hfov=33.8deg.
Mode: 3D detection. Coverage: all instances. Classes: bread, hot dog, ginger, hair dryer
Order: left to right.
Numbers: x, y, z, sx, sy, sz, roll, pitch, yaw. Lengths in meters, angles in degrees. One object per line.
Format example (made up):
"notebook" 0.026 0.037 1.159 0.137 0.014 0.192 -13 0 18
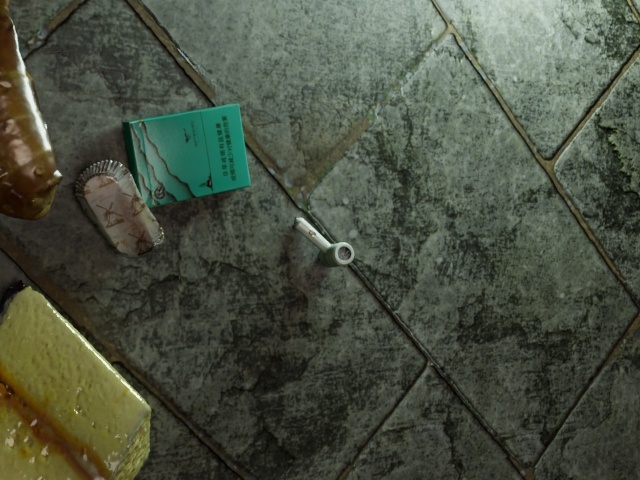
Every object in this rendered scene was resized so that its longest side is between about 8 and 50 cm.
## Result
"ginger" -0.561 -0.217 1.657 0.254 0.176 0.419 -21 97 -31
"bread" -0.480 0.347 1.809 0.405 0.242 0.346 39 62 2
"hot dog" -0.357 -0.052 1.862 0.108 0.059 0.191 -23 115 8
"hair dryer" 0.000 0.000 2.101 0.137 0.082 0.047 42 72 -12

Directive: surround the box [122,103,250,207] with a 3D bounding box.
"box" -0.244 -0.158 1.943 0.226 0.042 0.161 -15 102 -31
